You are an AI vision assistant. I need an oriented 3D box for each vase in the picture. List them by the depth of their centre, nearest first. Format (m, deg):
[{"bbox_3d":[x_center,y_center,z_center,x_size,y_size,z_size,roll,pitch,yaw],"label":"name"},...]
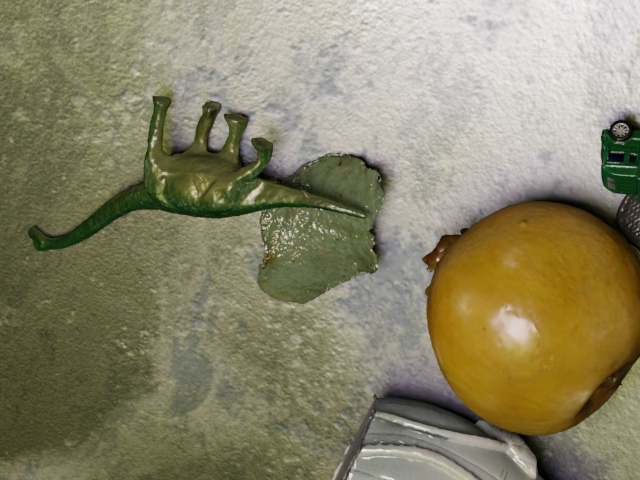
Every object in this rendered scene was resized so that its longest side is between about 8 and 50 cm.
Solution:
[{"bbox_3d":[0.228,0.374,1.874,0.445,0.250,0.250,26,117,0],"label":"vase"}]

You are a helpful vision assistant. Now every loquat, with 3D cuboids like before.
[{"bbox_3d":[0.241,0.084,1.720,0.274,0.275,0.275,6,114,14],"label":"loquat"}]

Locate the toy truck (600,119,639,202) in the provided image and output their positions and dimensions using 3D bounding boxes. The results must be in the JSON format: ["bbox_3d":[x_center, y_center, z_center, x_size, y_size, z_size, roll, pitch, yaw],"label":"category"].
[{"bbox_3d":[0.394,-0.087,1.693,0.147,0.079,0.065,6,154,16],"label":"toy truck"}]

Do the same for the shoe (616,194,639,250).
[{"bbox_3d":[0.462,0.017,1.730,0.241,0.093,0.108,39,102,22],"label":"shoe"}]

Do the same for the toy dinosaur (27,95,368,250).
[{"bbox_3d":[-0.173,-0.027,1.879,0.447,0.087,0.301,27,113,19],"label":"toy dinosaur"}]

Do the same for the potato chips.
[{"bbox_3d":[0.001,-0.002,1.862,0.167,0.059,0.228,16,116,15],"label":"potato chips"}]
